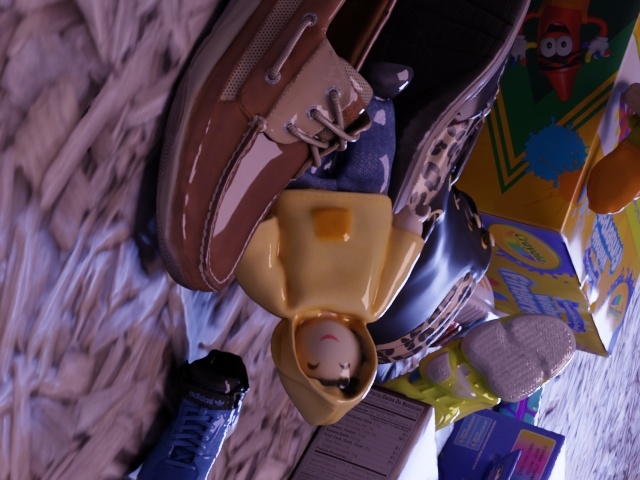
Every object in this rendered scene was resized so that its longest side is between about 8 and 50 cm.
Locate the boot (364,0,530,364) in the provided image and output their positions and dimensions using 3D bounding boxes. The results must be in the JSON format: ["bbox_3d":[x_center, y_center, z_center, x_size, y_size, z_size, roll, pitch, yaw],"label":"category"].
[{"bbox_3d":[0.093,-0.073,1.650,0.377,0.138,0.284,-64,158,-13],"label":"boot"}]

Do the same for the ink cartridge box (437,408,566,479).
[{"bbox_3d":[0.205,0.402,2.361,0.395,0.151,0.270,80,33,-50],"label":"ink cartridge box"}]

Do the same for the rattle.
[{"bbox_3d":[0.354,-0.094,1.977,0.199,0.130,0.143,-93,-155,-79],"label":"rattle"}]

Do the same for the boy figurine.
[{"bbox_3d":[0.000,0.000,1.428,0.092,0.177,0.285,165,-66,-67],"label":"boy figurine"}]

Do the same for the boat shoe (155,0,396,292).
[{"bbox_3d":[-0.022,-0.111,1.327,0.123,0.116,0.324,48,61,-68],"label":"boat shoe"}]

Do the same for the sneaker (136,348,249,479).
[{"bbox_3d":[-0.099,0.143,1.418,0.152,0.058,0.084,-54,159,-53],"label":"sneaker"}]

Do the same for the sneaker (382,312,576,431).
[{"bbox_3d":[0.158,0.147,1.978,0.126,0.240,0.091,82,-15,-84],"label":"sneaker"}]

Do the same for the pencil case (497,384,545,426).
[{"bbox_3d":[0.275,0.233,2.530,0.070,0.064,0.151,-72,169,-60],"label":"pencil case"}]

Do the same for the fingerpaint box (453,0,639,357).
[{"bbox_3d":[0.298,-0.112,2.147,0.371,0.163,0.445,-69,158,-14],"label":"fingerpaint box"}]

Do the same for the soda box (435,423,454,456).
[{"bbox_3d":[0.096,0.241,2.055,0.060,0.053,0.169,88,26,-42],"label":"soda box"}]

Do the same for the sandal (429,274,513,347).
[{"bbox_3d":[0.144,0.070,1.988,0.265,0.102,0.076,23,47,-62],"label":"sandal"}]

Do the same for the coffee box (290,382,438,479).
[{"bbox_3d":[0.025,0.280,1.819,0.141,0.098,0.246,85,29,-48],"label":"coffee box"}]
